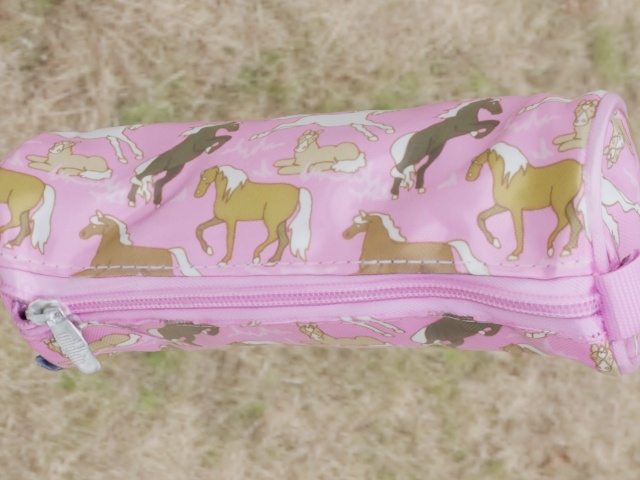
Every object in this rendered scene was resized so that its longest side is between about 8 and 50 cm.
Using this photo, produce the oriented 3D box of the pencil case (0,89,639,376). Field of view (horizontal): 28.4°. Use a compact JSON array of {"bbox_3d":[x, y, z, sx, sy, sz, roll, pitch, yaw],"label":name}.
[{"bbox_3d":[0.000,0.000,0.738,0.160,0.386,0.167,49,42,-61],"label":"pencil case"}]
